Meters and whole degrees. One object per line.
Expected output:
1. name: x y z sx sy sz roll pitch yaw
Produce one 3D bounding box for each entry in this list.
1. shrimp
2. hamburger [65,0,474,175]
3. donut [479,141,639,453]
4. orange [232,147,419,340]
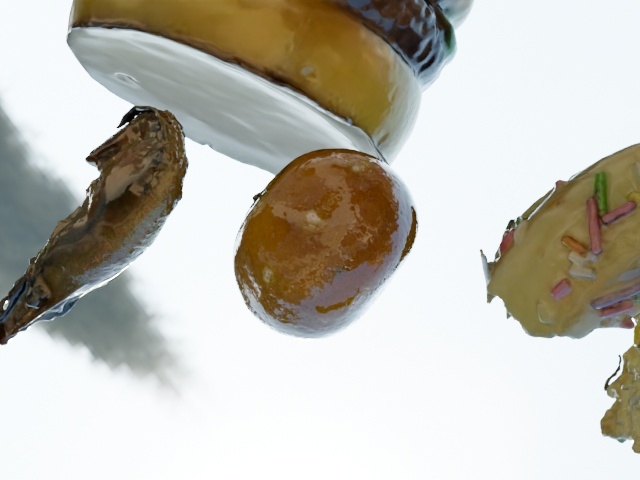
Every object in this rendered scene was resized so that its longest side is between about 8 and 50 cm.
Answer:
1. shrimp: -0.183 0.000 1.522 0.262 0.066 0.117 -38 -146 30
2. hamburger: -0.046 -0.246 1.971 0.395 0.395 0.277 8 -110 54
3. donut: 0.354 0.050 1.940 0.307 0.371 0.150 -39 -138 4
4. orange: 0.000 0.000 1.499 0.156 0.124 0.156 -49 171 -10
